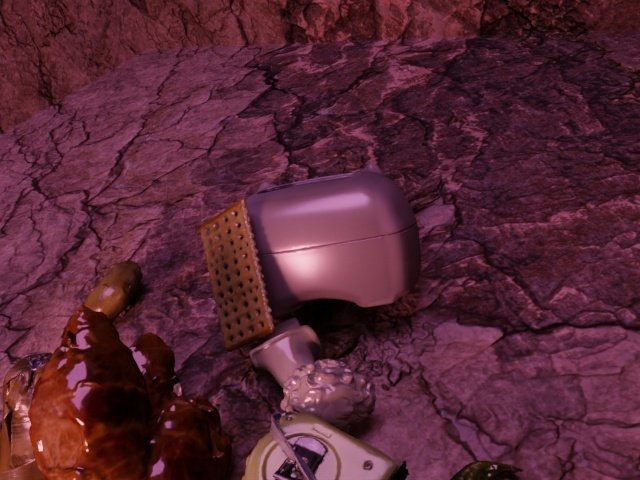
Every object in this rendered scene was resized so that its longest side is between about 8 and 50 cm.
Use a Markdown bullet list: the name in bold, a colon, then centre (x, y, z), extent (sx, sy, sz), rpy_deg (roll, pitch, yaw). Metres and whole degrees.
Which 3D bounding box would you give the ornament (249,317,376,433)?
- **ornament**: centre (-0.031, 0.207, 1.310), extent (0.130, 0.120, 0.285), rpy_deg (-33, 31, -15)

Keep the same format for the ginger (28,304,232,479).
- **ginger**: centre (-0.255, 0.259, 1.163), extent (0.152, 0.357, 0.274), rpy_deg (-33, 10, 42)

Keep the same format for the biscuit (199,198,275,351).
- **biscuit**: centre (-0.143, 0.060, 1.396), extent (0.016, 0.231, 0.139), rpy_deg (1, -21, -44)

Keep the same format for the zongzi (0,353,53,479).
- **zongzi**: centre (-0.463, 0.308, 1.256), extent (0.274, 0.251, 0.125), rpy_deg (-17, 13, 7)

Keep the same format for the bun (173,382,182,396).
- **bun**: centre (-0.333, 0.255, 1.392), extent (0.193, 0.128, 0.178), rpy_deg (-9, 30, 13)

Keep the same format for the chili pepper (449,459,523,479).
- **chili pepper**: centre (0.152, 0.380, 0.972), extent (0.085, 0.076, 0.359), rpy_deg (-28, 19, 39)

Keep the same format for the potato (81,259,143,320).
- **potato**: centre (-0.425, 0.106, 1.741), extent (0.105, 0.085, 0.188), rpy_deg (-31, 20, 25)

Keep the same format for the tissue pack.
- **tissue pack**: centre (0.000, 0.000, 1.476), extent (0.333, 0.236, 0.229), rpy_deg (-9, 6, 17)

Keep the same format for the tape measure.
- **tape measure**: centre (-0.014, 0.315, 1.113), extent (0.200, 0.106, 0.175), rpy_deg (27, 58, 28)
